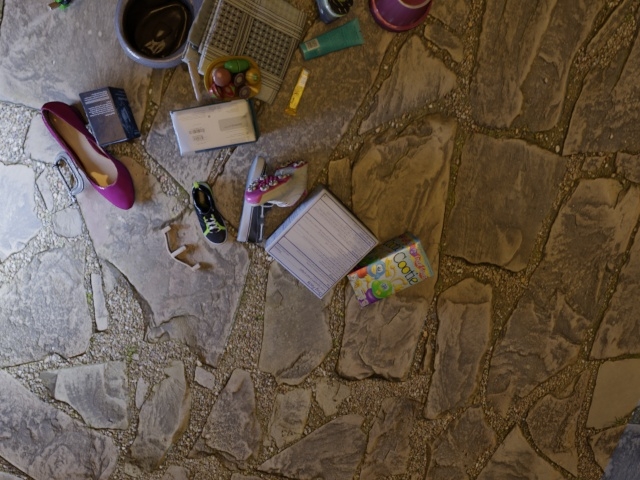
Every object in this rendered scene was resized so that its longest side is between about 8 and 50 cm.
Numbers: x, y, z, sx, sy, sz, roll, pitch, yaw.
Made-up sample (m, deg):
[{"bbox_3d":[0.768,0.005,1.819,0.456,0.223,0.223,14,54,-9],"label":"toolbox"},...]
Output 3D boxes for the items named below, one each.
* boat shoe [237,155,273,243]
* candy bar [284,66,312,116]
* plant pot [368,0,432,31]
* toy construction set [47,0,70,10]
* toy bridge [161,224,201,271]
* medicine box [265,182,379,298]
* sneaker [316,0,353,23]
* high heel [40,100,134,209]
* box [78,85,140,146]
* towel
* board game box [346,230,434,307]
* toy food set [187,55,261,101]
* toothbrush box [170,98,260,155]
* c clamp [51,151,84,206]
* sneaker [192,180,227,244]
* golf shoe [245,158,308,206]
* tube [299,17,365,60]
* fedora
[{"bbox_3d":[-0.204,-0.129,1.541,0.104,0.113,0.306,9,107,-15],"label":"boat shoe"},{"bbox_3d":[-0.072,-0.488,1.500,0.040,0.018,0.162,19,103,-14],"label":"candy bar"},{"bbox_3d":[0.257,-0.746,1.375,0.201,0.180,0.201,-2,105,-6],"label":"plant pot"},{"bbox_3d":[-0.696,-0.851,1.258,0.237,0.257,0.309,-52,130,-35],"label":"toy construction set"},{"bbox_3d":[-0.494,0.037,1.603,0.063,0.026,0.188,-31,106,6],"label":"toy bridge"},{"bbox_3d":[0.000,0.000,1.576,0.263,0.149,0.289,43,98,-15],"label":"medicine box"},{"bbox_3d":[0.014,-0.799,1.374,0.111,0.121,0.300,-4,87,-27],"label":"sneaker"},{"bbox_3d":[-0.721,-0.247,1.420,0.127,0.181,0.377,-31,106,4],"label":"high heel"},{"bbox_3d":[-0.639,-0.379,1.404,0.093,0.156,0.158,-15,107,-2],"label":"box"},{"bbox_3d":[-0.218,-0.608,1.371,0.324,0.056,0.312,16,105,-35],"label":"towel"},{"bbox_3d":[0.235,0.100,1.630,0.275,0.144,0.142,-25,106,1],"label":"board game box"},{"bbox_3d":[-0.264,-0.465,1.340,0.217,0.071,0.128,-16,125,-24],"label":"toy food set"},{"bbox_3d":[-0.301,-0.346,1.374,0.216,0.295,0.126,-11,108,-3],"label":"toothbrush box"},{"bbox_3d":[-0.822,-0.201,1.484,0.137,0.022,0.161,-17,100,32],"label":"c clamp"},{"bbox_3d":[-0.384,-0.085,1.542,0.084,0.097,0.235,-19,107,0],"label":"sneaker"},{"bbox_3d":[-0.122,-0.156,1.462,0.115,0.306,0.140,7,120,30],"label":"golf shoe"},{"bbox_3d":[0.036,-0.633,1.457,0.207,0.052,0.080,-22,111,-4],"label":"tube"},{"bbox_3d":[-0.467,-0.642,1.362,0.243,0.124,0.275,31,95,-14],"label":"fedora"}]
